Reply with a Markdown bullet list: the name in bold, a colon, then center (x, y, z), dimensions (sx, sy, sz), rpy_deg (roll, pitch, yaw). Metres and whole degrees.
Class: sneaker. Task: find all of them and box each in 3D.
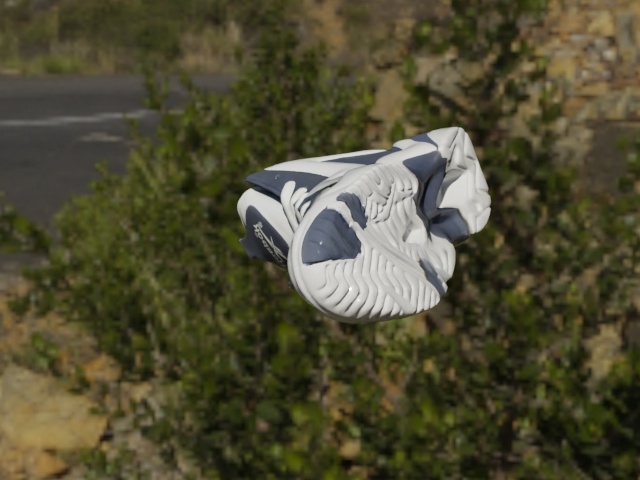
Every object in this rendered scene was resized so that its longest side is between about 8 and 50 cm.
- **sneaker**: center (0.000, 0.000, 0.761), dimensions (0.153, 0.094, 0.235), rpy_deg (-17, 16, 28)
